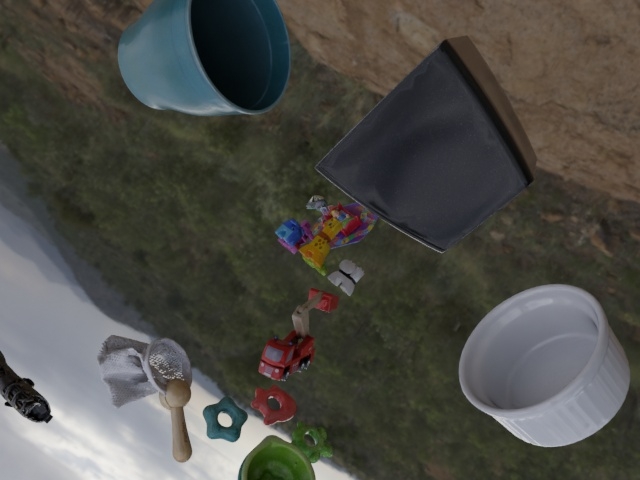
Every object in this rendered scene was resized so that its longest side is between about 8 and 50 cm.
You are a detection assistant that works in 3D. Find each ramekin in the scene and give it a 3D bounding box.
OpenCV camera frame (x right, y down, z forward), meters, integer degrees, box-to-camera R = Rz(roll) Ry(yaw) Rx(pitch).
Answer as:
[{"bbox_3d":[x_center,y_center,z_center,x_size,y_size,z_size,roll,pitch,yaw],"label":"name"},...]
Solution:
[{"bbox_3d":[0.398,0.224,1.108,0.135,0.277,0.277,46,163,-21],"label":"ramekin"}]

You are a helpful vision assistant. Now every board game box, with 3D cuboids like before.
[{"bbox_3d":[0.041,-0.043,1.325,0.169,0.133,0.033,-15,129,30],"label":"board game box"}]

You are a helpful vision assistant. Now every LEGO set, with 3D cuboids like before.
[{"bbox_3d":[0.000,0.000,1.213,0.227,0.093,0.087,36,169,42],"label":"LEGO set"}]

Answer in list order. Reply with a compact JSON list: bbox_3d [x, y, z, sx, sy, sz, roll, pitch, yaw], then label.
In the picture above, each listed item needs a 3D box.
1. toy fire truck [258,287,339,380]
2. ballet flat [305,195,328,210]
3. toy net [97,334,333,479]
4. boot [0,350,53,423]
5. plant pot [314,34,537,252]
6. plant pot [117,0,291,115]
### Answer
[{"bbox_3d":[-0.035,0.161,1.108,0.047,0.135,0.192,17,-171,22],"label":"toy fire truck"},{"bbox_3d":[-0.008,-0.098,1.625,0.041,0.041,0.114,39,172,-19],"label":"ballet flat"},{"bbox_3d":[-0.093,0.146,0.567,0.232,0.122,0.045,39,137,3],"label":"toy net"},{"bbox_3d":[-0.644,0.257,1.248,0.229,0.091,0.263,33,157,21],"label":"boot"},{"bbox_3d":[0.137,-0.100,0.704,0.167,0.187,0.188,48,-153,0],"label":"plant pot"},{"bbox_3d":[-0.239,-0.359,1.201,0.255,0.271,0.271,-3,145,35],"label":"plant pot"}]
